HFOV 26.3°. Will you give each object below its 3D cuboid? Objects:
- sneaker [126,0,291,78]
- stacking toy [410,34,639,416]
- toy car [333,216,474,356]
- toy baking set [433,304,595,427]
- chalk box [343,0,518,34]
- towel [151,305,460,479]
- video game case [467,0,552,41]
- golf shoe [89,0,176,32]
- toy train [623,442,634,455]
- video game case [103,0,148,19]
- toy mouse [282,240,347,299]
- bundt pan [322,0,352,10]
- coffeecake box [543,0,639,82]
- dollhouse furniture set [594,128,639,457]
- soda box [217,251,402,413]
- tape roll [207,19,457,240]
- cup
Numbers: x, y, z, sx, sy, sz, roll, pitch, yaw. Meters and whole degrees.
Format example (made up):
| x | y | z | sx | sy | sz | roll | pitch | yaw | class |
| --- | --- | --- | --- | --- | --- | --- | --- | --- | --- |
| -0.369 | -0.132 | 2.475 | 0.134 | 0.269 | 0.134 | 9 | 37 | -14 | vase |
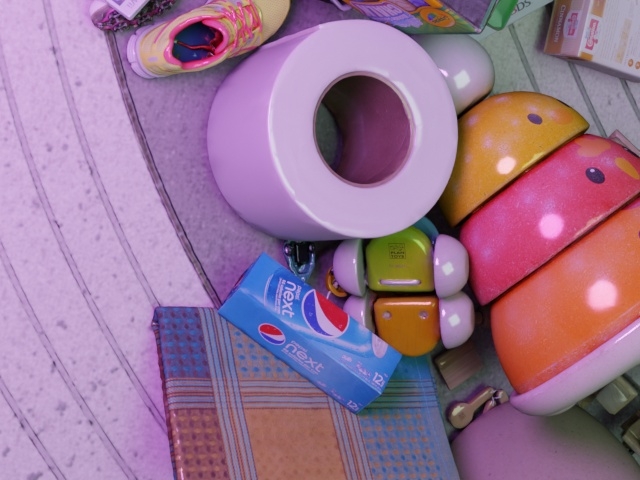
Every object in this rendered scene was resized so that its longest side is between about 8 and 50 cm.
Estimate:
| x | y | z | sx | sy | sz | roll | pitch | yaw | class |
| --- | --- | --- | --- | --- | --- | --- | --- | --- | --- |
| -0.111 | -0.236 | 1.555 | 0.208 | 0.094 | 0.081 | -31 | 110 | -23 | sneaker |
| 0.252 | -0.059 | 1.670 | 0.350 | 0.350 | 0.480 | -36 | 86 | -20 | stacking toy |
| 0.107 | 0.044 | 1.666 | 0.136 | 0.159 | 0.182 | -69 | 154 | -53 | toy car |
| 0.264 | 0.176 | 1.870 | 0.256 | 0.030 | 0.197 | -8 | 106 | -24 | toy baking set |
| 0.103 | -0.334 | 1.472 | 0.289 | 0.179 | 0.180 | 31 | 82 | -30 | chalk box |
| -0.014 | 0.208 | 1.639 | 0.370 | 0.040 | 0.271 | 4 | 60 | -28 | towel |
| 0.209 | -0.363 | 1.756 | 0.173 | 0.022 | 0.190 | -31 | 111 | -22 | video game case |
| -0.186 | -0.303 | 1.529 | 0.186 | 0.067 | 0.086 | -36 | 76 | -11 | golf shoe |
| 0.461 | 0.288 | 1.996 | 0.158 | 0.027 | 0.036 | -43 | 113 | -17 | toy train |
| -0.225 | -0.305 | 1.487 | 0.122 | 0.011 | 0.087 | 37 | 76 | 10 | video game case |
| 0.000 | 0.000 | 1.689 | 0.143 | 0.031 | 0.161 | 44 | 74 | -22 | toy mouse |
| 0.019 | -0.429 | 1.581 | 0.330 | 0.124 | 0.331 | -5 | 100 | -28 | bundt pan |
| 0.398 | -0.297 | 1.835 | 0.185 | 0.068 | 0.142 | 11 | 93 | -37 | coffeecake box |
| 0.444 | 0.067 | 1.911 | 0.355 | 0.174 | 0.303 | 46 | 115 | 7 | dollhouse furniture set |
| -0.012 | 0.111 | 1.625 | 0.210 | 0.071 | 0.067 | 36 | 52 | -6 | soda box |
| 0.012 | -0.121 | 1.581 | 0.246 | 0.169 | 0.246 | 1 | 88 | -28 | tape roll |
| 0.327 | 0.399 | 1.802 | 0.331 | 0.237 | 0.331 | -7 | 105 | -24 | cup |
